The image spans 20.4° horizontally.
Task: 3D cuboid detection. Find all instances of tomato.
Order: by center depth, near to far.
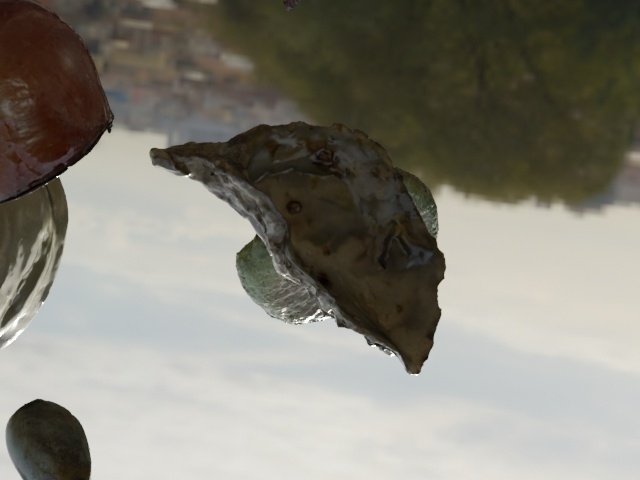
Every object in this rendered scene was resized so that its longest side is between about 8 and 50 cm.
[{"bbox_3d":[-0.297,-0.143,1.600,0.181,0.155,0.214,-34,-153,-22],"label":"tomato"}]

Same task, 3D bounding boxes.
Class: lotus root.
[{"bbox_3d":[-0.278,0.232,1.861,0.088,0.088,0.165,5,-144,-41],"label":"lotus root"}]

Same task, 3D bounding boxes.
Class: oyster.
[{"bbox_3d":[0.004,-0.026,2.023,0.396,0.204,0.111,44,148,-9],"label":"oyster"}]

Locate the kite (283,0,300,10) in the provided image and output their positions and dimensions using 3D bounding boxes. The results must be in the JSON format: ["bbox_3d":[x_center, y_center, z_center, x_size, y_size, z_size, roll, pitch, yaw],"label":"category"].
[{"bbox_3d":[-0.005,-0.344,2.220,0.157,0.139,0.011,25,-165,-24],"label":"kite"}]

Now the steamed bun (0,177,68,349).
[{"bbox_3d":[-0.461,-0.012,2.182,0.368,0.342,0.255,-13,-178,37],"label":"steamed bun"}]

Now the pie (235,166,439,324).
[{"bbox_3d":[0.034,0.013,2.587,0.323,0.323,0.070,5,-133,-37],"label":"pie"}]
